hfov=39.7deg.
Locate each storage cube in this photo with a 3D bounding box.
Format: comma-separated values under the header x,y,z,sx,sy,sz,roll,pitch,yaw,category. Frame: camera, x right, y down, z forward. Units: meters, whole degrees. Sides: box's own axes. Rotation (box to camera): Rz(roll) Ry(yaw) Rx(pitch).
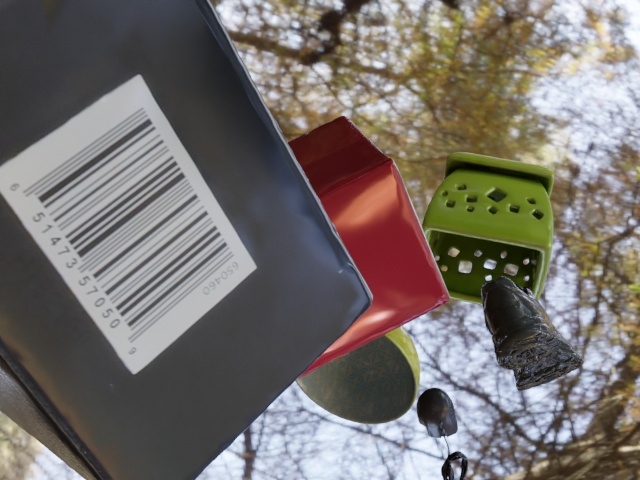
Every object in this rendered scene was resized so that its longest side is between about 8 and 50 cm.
x,y,z,sx,sy,sz,roll,pitch,yaw,category
0.000,0.000,0.988,0.215,0.193,0.183,66,-4,-26,storage cube

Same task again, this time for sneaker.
x,y,z,sx,sy,sz,roll,pitch,yaw,category
0.302,0.133,1.289,0.109,0.286,0.130,-24,-119,10,sneaker

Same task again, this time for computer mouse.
x,y,z,sx,sy,sz,roll,pitch,yaw,category
0.231,0.376,1.653,0.071,0.041,0.242,-16,-64,6,computer mouse

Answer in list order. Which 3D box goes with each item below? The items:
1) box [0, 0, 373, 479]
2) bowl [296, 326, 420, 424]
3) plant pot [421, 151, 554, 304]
x,y,z,sx,sy,sz,roll,pitch,yaw,category
-0.207,-0.030,0.633,0.395,0.212,0.293,9,-45,53,box
0.090,0.232,1.882,0.290,0.156,0.289,13,-52,18,bowl
0.309,-0.025,1.632,0.228,0.227,0.207,11,-123,10,plant pot
